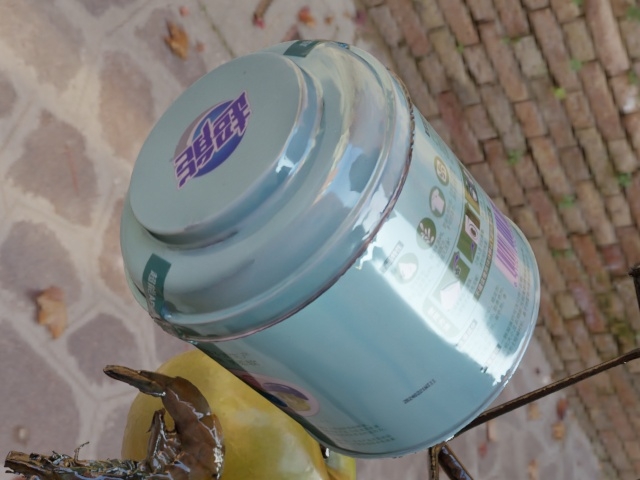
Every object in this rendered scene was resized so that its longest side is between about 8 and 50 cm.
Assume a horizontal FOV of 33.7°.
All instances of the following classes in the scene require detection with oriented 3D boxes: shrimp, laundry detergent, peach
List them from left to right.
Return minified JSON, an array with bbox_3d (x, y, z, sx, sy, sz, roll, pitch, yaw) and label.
[{"bbox_3d":[-0.200,0.200,1.054,0.217,0.051,0.150,8,95,-17],"label":"shrimp"},{"bbox_3d":[-0.110,0.300,1.424,0.281,0.315,0.314,2,62,-56],"label":"peach"},{"bbox_3d":[0.000,0.000,0.925,0.305,0.287,0.287,44,48,-39],"label":"laundry detergent"}]

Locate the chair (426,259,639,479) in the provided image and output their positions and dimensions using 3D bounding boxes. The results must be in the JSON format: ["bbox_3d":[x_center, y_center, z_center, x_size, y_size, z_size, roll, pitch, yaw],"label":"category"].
[{"bbox_3d":[0.315,0.312,1.168,0.410,0.364,0.362,62,9,-10],"label":"chair"}]
